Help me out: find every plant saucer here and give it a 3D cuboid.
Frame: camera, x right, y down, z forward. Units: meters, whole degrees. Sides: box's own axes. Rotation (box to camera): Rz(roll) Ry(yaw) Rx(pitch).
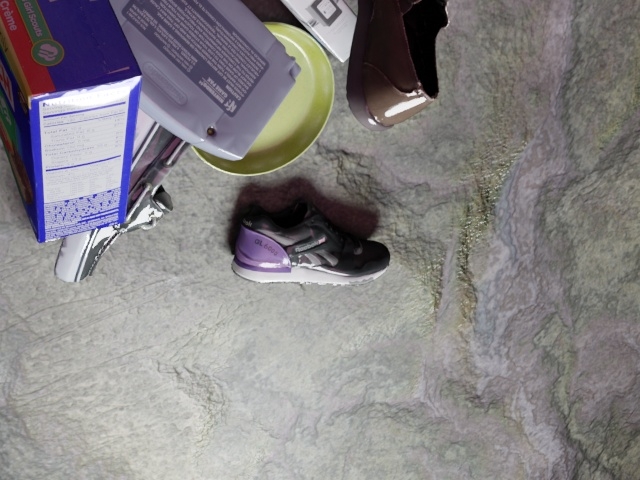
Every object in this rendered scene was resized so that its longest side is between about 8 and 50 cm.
[{"bbox_3d":[-0.095,-0.210,1.388,0.241,0.037,0.241,-14,126,-21],"label":"plant saucer"}]

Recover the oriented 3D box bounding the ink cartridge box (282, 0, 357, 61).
[{"bbox_3d":[-0.020,-0.339,1.300,0.060,0.104,0.180,-44,131,6],"label":"ink cartridge box"}]

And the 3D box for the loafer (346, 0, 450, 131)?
[{"bbox_3d":[0.127,-0.330,1.282,0.134,0.130,0.365,10,81,-52],"label":"loafer"}]

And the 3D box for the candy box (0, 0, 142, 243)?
[{"bbox_3d":[-0.306,-0.187,1.054,0.122,0.268,0.317,-17,159,-23],"label":"candy box"}]

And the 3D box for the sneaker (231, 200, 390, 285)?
[{"bbox_3d":[0.000,0.000,1.543,0.283,0.107,0.124,-1,115,-29],"label":"sneaker"}]

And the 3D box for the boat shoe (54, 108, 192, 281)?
[{"bbox_3d":[-0.260,-0.067,1.313,0.119,0.121,0.335,28,109,-14],"label":"boat shoe"}]

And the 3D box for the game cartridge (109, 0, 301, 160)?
[{"bbox_3d":[-0.175,-0.250,1.228,0.294,0.060,0.196,43,66,-28],"label":"game cartridge"}]
